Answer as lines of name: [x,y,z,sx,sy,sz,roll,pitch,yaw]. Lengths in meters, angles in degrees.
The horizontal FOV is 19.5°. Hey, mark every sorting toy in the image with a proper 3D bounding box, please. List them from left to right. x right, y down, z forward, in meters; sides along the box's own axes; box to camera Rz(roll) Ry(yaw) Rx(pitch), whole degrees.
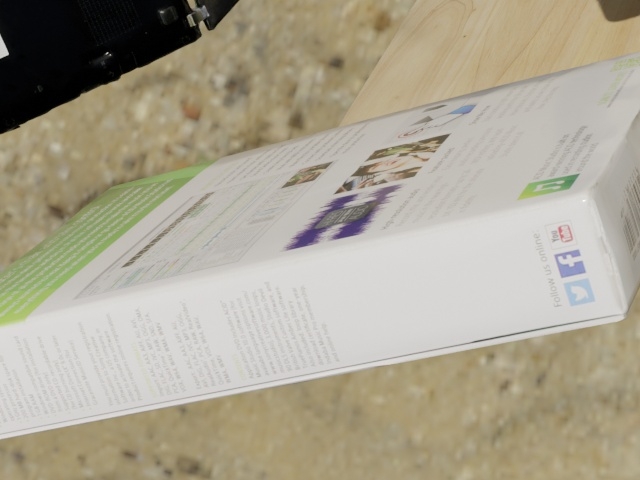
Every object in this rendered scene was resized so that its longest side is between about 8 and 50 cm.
sorting toy: [0.167,-0.114,1.236,0.255,0.257,0.089,-7,128,37]

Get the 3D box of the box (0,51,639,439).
box: [0.000,0.000,0.843,0.322,0.232,0.058,-11,106,24]

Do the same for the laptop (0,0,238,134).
laptop: [-0.153,-0.204,0.983,0.264,0.136,0.234,-28,109,-12]
